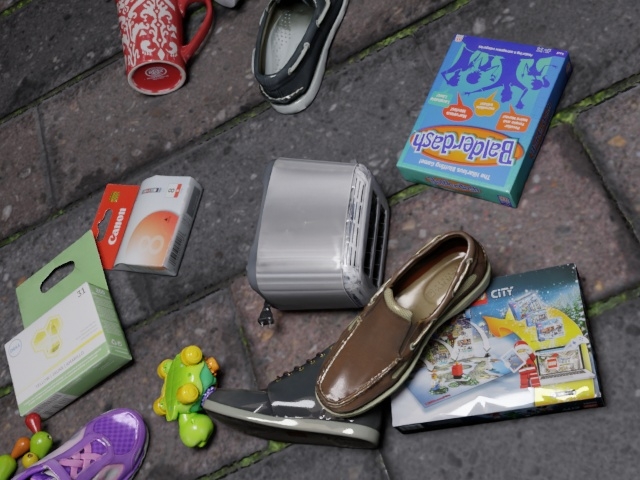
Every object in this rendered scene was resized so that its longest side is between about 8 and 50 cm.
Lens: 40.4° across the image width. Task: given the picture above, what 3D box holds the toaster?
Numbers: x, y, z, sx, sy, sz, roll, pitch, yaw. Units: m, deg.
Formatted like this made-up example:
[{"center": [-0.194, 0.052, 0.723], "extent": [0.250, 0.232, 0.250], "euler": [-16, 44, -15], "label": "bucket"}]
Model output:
[{"center": [0.000, 0.000, 1.098], "extent": [0.146, 0.129, 0.227], "euler": [-1, 65, 21], "label": "toaster"}]

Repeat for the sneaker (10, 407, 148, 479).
[{"center": [-0.312, 0.293, 1.072], "extent": [0.236, 0.104, 0.095], "euler": [-38, 76, -24], "label": "sneaker"}]

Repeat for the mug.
[{"center": [-0.253, -0.333, 1.377], "extent": [0.150, 0.113, 0.169], "euler": [-23, 62, 28], "label": "mug"}]

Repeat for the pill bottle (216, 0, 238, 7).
[{"center": [-0.117, -0.468, 1.388], "extent": [0.103, 0.103, 0.184], "euler": [27, 79, 31], "label": "pill bottle"}]

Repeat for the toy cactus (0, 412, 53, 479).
[{"center": [-0.417, 0.351, 1.137], "extent": [0.219, 0.112, 0.180], "euler": [-42, 67, -12], "label": "toy cactus"}]

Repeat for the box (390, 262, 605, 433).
[{"center": [0.193, 0.126, 1.002], "extent": [0.233, 0.044, 0.159], "euler": [-12, 61, 18], "label": "box"}]

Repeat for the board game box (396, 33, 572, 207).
[{"center": [0.213, -0.160, 1.129], "extent": [0.160, 0.047, 0.210], "euler": [16, 74, 29], "label": "board game box"}]

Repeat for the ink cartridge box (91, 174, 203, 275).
[{"center": [-0.273, -0.027, 1.281], "extent": [0.179, 0.045, 0.145], "euler": [5, 68, 23], "label": "ink cartridge box"}]

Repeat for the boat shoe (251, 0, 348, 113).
[{"center": [-0.030, -0.340, 1.295], "extent": [0.114, 0.091, 0.302], "euler": [-3, 65, 22], "label": "boat shoe"}]

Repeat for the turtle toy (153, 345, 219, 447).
[{"center": [-0.165, 0.198, 1.108], "extent": [0.095, 0.066, 0.130], "euler": [-32, 49, 49], "label": "turtle toy"}]

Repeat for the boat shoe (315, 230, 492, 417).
[{"center": [0.083, 0.085, 0.975], "extent": [0.095, 0.095, 0.257], "euler": [38, 81, 29], "label": "boat shoe"}]

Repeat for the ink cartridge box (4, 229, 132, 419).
[{"center": [-0.374, 0.112, 1.240], "extent": [0.171, 0.056, 0.235], "euler": [-35, 59, 15], "label": "ink cartridge box"}]

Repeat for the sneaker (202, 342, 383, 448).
[{"center": [-0.027, 0.180, 1.059], "extent": [0.222, 0.083, 0.118], "euler": [5, 63, 15], "label": "sneaker"}]
